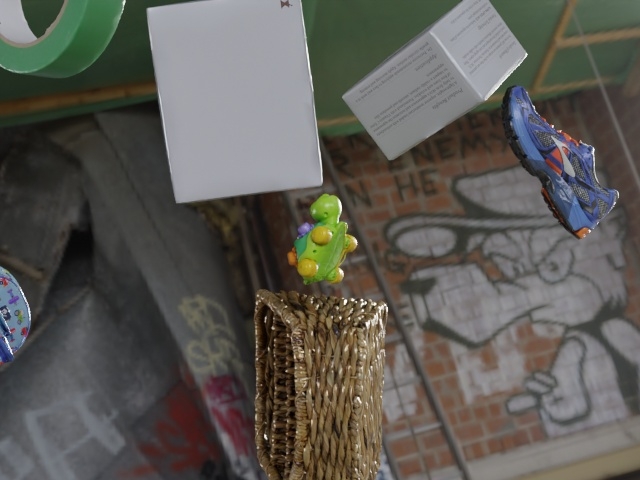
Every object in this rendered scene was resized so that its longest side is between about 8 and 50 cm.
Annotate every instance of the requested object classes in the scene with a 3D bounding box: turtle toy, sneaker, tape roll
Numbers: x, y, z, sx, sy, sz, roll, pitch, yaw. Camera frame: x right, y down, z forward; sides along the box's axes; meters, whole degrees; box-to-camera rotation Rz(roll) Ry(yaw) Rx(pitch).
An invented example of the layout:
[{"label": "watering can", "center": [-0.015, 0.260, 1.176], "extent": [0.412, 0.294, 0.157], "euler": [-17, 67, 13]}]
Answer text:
[{"label": "turtle toy", "center": [0.000, 0.000, 1.397], "extent": [0.066, 0.130, 0.095], "euler": [24, 3, 33]}, {"label": "sneaker", "center": [0.312, -0.113, 1.321], "extent": [0.087, 0.221, 0.083], "euler": [-33, 8, 3]}, {"label": "tape roll", "center": [-0.444, -0.425, 1.606], "extent": [0.321, 0.321, 0.077], "euler": [-27, -14, 34]}]

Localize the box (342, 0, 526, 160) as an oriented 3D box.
[{"label": "box", "center": [0.160, -0.230, 1.394], "extent": [0.181, 0.119, 0.182], "euler": [-31, 10, 42]}]

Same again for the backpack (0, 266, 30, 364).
[{"label": "backpack", "center": [-0.495, 0.119, 1.445], "extent": [0.173, 0.158, 0.117], "euler": [-27, 16, -33]}]

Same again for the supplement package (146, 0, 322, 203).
[{"label": "supplement package", "center": [-0.086, -0.154, 1.048], "extent": [0.149, 0.194, 0.203], "euler": [-7, 11, -2]}]

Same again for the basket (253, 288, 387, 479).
[{"label": "basket", "center": [-0.026, 0.242, 1.532], "extent": [0.223, 0.299, 0.213], "euler": [5, 12, 13]}]
